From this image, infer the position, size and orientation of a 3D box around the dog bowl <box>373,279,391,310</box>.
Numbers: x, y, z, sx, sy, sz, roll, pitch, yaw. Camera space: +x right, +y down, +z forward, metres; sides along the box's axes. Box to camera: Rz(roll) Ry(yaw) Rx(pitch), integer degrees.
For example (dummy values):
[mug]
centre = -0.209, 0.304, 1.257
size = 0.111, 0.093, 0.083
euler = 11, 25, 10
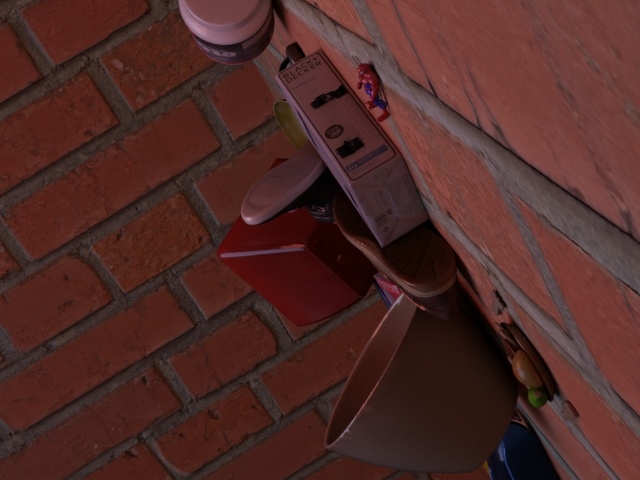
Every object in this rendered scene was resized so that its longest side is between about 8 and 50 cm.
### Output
[dog bowl]
centre = 0.208, 0.153, 2.127
size = 0.265, 0.104, 0.265
euler = 59, 179, 1

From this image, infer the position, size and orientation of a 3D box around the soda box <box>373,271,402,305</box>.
[soda box]
centre = 0.210, 0.147, 1.926
size = 0.263, 0.092, 0.083
euler = 59, 164, -23

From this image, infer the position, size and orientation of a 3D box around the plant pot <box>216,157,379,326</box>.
[plant pot]
centre = 0.000, 0.000, 2.106
size = 0.267, 0.267, 0.235
euler = 43, 155, -26

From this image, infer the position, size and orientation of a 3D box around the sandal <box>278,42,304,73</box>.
[sandal]
centre = -0.050, -0.318, 2.011
size = 0.090, 0.060, 0.219
euler = 59, 179, 8

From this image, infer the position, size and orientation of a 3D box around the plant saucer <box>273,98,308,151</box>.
[plant saucer]
centre = 0.003, -0.201, 2.069
size = 0.241, 0.037, 0.241
euler = 42, 166, 13

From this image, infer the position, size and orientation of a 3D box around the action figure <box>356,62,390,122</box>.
[action figure]
centre = 0.062, -0.187, 1.281
size = 0.038, 0.030, 0.115
euler = 64, 180, 26

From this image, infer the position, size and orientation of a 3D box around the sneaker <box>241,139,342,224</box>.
[sneaker]
centre = -0.017, -0.073, 1.770
size = 0.104, 0.296, 0.147
euler = 7, 127, 37

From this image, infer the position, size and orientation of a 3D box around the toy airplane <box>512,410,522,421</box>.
[toy airplane]
centre = 0.343, 0.295, 1.992
size = 0.151, 0.028, 0.151
euler = 59, 178, 3

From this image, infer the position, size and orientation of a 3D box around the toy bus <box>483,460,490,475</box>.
[toy bus]
centre = 0.404, 0.482, 2.483
size = 0.202, 0.104, 0.191
euler = 58, 179, 24

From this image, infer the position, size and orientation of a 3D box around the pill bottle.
[pill bottle]
centre = -0.166, -0.416, 1.829
size = 0.161, 0.161, 0.283
euler = 59, 179, 1

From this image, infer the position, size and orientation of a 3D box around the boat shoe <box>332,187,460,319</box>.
[boat shoe]
centre = 0.126, 0.011, 1.650
size = 0.342, 0.123, 0.123
euler = 48, 170, 52

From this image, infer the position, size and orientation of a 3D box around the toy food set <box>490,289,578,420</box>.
[toy food set]
centre = 0.266, 0.164, 1.367
size = 0.192, 0.038, 0.132
euler = 58, 179, 16

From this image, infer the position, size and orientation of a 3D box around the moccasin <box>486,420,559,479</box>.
[moccasin]
centre = 0.401, 0.471, 2.006
size = 0.117, 0.137, 0.342
euler = 31, 143, 57

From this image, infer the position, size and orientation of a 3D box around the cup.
[cup]
centre = 0.187, 0.258, 1.726
size = 0.237, 0.331, 0.331
euler = 31, 180, -2

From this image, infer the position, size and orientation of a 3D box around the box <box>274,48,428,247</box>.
[box]
centre = 0.045, -0.147, 1.595
size = 0.290, 0.087, 0.169
euler = 57, 179, 41
